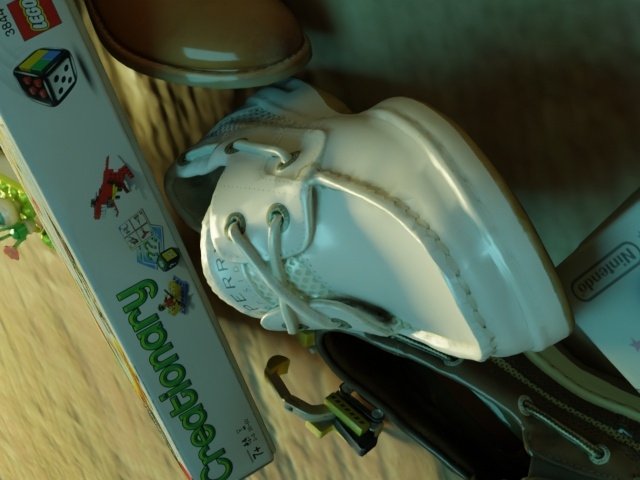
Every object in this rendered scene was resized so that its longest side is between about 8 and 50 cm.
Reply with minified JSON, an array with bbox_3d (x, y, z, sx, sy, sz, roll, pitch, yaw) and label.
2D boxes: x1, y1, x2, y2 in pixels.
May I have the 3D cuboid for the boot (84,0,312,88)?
[{"bbox_3d":[-0.081,-0.165,0.540,0.197,0.073,0.152,32,137,26],"label":"boot"}]

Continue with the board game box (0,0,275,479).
[{"bbox_3d":[-0.127,-0.026,0.640,0.193,0.053,0.305,44,159,53],"label":"board game box"}]

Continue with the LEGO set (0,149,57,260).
[{"bbox_3d":[-0.270,-0.058,0.816,0.287,0.107,0.132,49,145,6],"label":"LEGO set"}]

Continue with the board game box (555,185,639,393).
[{"bbox_3d":[0.244,0.056,0.335,0.303,0.097,0.224,48,146,6],"label":"board game box"}]

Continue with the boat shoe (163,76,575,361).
[{"bbox_3d":[0.000,0.000,0.485,0.098,0.096,0.277,64,167,-19],"label":"boat shoe"}]

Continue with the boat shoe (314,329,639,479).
[{"bbox_3d":[0.101,0.105,0.540,0.257,0.095,0.095,40,143,18],"label":"boat shoe"}]

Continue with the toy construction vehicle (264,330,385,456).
[{"bbox_3d":[0.011,0.080,0.675,0.098,0.035,0.086,38,142,21],"label":"toy construction vehicle"}]
